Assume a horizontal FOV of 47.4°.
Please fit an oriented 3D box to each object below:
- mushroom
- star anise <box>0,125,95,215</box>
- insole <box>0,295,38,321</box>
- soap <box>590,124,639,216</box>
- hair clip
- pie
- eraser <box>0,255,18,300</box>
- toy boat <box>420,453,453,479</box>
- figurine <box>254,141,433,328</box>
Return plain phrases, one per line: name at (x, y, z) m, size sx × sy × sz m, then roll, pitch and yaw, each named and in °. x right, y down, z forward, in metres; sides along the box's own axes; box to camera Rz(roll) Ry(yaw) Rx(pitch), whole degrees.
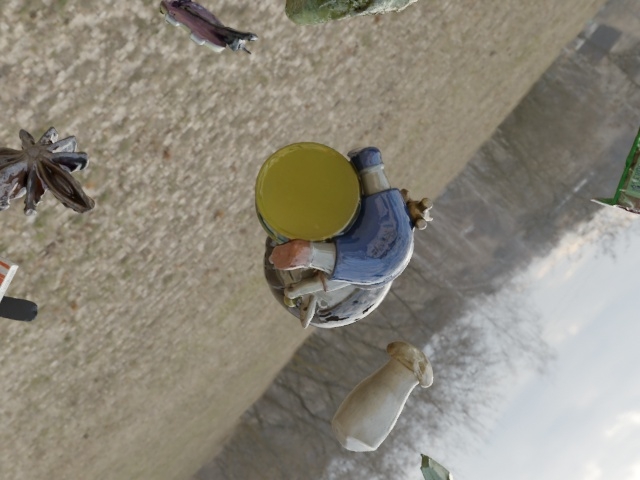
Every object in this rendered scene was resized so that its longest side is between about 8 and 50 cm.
mushroom at (0.103, 0.270, 1.240) m, size 0.212 × 0.097 × 0.088 m, roll -48°, pitch 134°, yaw 7°
star anise at (-0.550, -0.123, 1.387) m, size 0.257 × 0.199 × 0.111 m, roll -5°, pitch 146°, yaw 2°
insole at (-0.669, 0.132, 1.471) m, size 0.188 × 0.064 × 0.004 m, roll 12°, pitch 153°, yaw -25°
soap at (0.503, -0.141, 0.961) m, size 0.098 × 0.217 × 0.274 m, roll -15°, pitch 123°, yaw -59°
hair clip at (-0.205, -0.389, 1.316) m, size 0.056 × 0.187 × 0.146 m, roll -62°, pitch -179°, yaw 30°
pie at (0.073, -0.368, 0.978) m, size 0.276 × 0.079 × 0.277 m, roll -19°, pitch -150°, yaw 12°
eraser at (-0.658, 0.110, 1.284) m, size 0.230 × 0.157 × 0.038 m, roll -63°, pitch 180°, yaw -2°
toy boat at (0.261, 0.564, 1.498) m, size 0.055 × 0.293 × 0.093 m, roll -11°, pitch -158°, yaw 12°
figurine at (0.007, 0.006, 0.756) m, size 0.161 × 0.158 × 0.275 m, roll -49°, pitch 172°, yaw -19°
